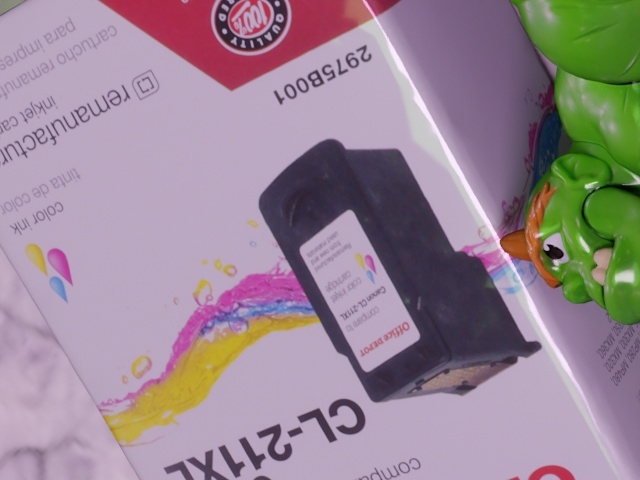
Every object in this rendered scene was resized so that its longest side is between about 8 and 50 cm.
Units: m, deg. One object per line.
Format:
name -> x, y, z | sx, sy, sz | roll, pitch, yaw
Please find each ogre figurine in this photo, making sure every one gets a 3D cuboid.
ogre figurine -> 0.105, -0.019, 0.403 | 0.118, 0.197, 0.096 | 20, 91, 32

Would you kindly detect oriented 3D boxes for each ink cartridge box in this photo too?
ink cartridge box -> 0.000, 0.000, 0.483 | 0.127, 0.072, 0.175 | -25, 100, 29
